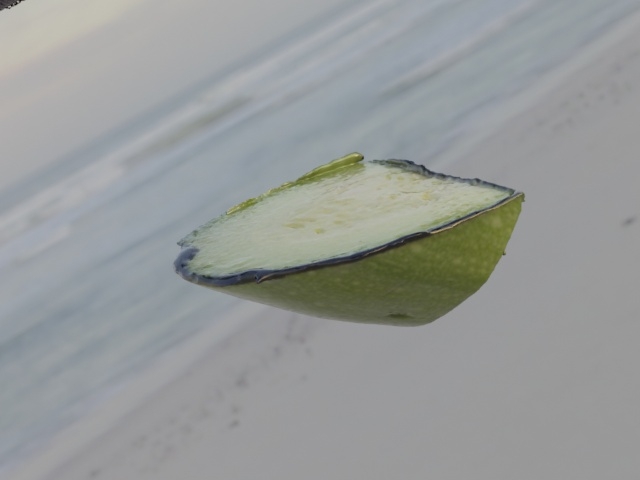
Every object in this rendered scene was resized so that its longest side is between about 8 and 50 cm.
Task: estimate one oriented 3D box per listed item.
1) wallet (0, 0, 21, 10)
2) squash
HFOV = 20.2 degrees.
[{"bbox_3d":[-0.225,-0.205,1.183,0.030,0.111,0.166,-25,10,46],"label":"wallet"},{"bbox_3d":[0.008,0.021,1.082,0.184,0.085,0.192,-23,19,-25],"label":"squash"}]
